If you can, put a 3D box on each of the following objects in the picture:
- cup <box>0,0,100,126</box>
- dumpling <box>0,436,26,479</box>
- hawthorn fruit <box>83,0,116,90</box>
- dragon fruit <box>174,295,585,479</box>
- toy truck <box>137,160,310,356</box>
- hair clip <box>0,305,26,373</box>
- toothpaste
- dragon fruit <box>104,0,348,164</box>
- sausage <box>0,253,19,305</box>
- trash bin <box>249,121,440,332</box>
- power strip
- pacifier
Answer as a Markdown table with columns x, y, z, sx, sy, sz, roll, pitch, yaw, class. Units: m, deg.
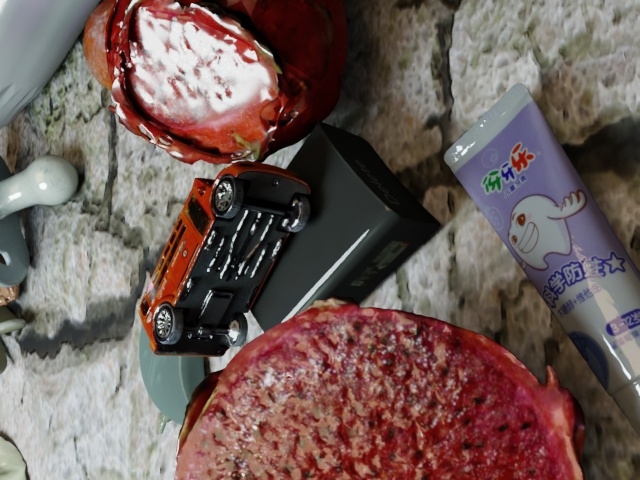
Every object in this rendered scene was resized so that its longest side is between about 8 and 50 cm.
| x | y | z | sx | sy | sz | roll | pitch | yaw | class |
| --- | --- | --- | --- | --- | --- | --- | --- | --- | --- |
| -0.536 | -0.396 | 1.198 | 0.371 | 0.253 | 0.253 | -51 | 60 | 19 | cup |
| -0.572 | 0.422 | 1.195 | 0.166 | 0.126 | 0.216 | -46 | 47 | -11 | dumpling |
| -0.256 | -0.285 | 1.048 | 0.173 | 0.173 | 0.172 | -6 | 80 | 33 | hawthorn fruit |
| 0.060 | 0.250 | 0.693 | 0.387 | 0.249 | 0.370 | -25 | 72 | 0 | dragon fruit |
| -0.118 | 0.014 | 0.822 | 0.114 | 0.108 | 0.252 | 47 | 116 | 44 | toy truck |
| -0.641 | 0.152 | 1.251 | 0.282 | 0.172 | 0.113 | 16 | 100 | 25 | hair clip |
| 0.252 | 0.019 | 0.712 | 0.125 | 0.080 | 0.371 | -46 | 58 | 38 | toothpaste |
| -0.111 | -0.244 | 0.862 | 0.296 | 0.296 | 0.301 | -29 | 43 | 27 | dragon fruit |
| -0.684 | -0.017 | 1.343 | 0.433 | 0.088 | 0.087 | 38 | 104 | 32 | sausage |
| 0.000 | 0.000 | 0.863 | 0.225 | 0.115 | 0.165 | -49 | 59 | 21 | trash bin |
| -0.185 | 0.154 | 1.000 | 0.168 | 0.054 | 0.253 | 9 | 88 | 37 | power strip |
| -0.524 | -0.081 | 1.189 | 0.233 | 0.244 | 0.299 | -19 | 71 | -1 | pacifier |
